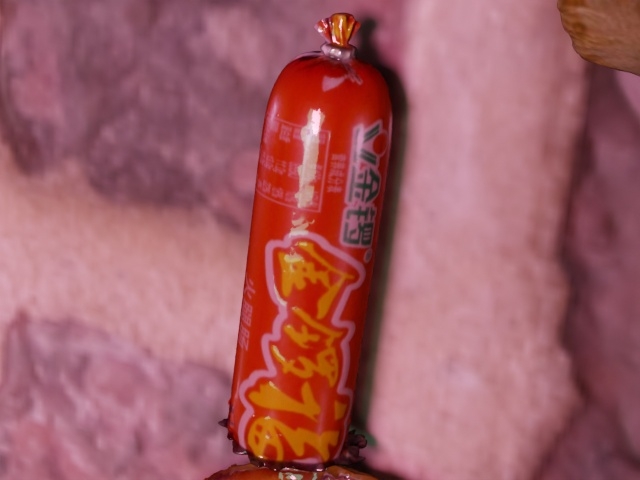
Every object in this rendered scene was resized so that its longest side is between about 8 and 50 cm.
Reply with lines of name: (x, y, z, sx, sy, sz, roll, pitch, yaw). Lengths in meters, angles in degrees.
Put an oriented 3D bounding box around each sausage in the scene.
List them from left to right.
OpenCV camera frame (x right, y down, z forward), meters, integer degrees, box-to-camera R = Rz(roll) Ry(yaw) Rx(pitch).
sausage: (0.000, 0.000, 0.547, 0.050, 0.048, 0.145, 14, 109, 19)

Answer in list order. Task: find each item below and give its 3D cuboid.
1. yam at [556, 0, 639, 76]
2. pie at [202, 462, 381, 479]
yam: (0.230, -0.075, 0.380, 0.371, 0.083, 0.083, -2, 103, 30)
pie: (-0.017, 0.122, 0.596, 0.170, 0.034, 0.092, -31, 92, 33)
